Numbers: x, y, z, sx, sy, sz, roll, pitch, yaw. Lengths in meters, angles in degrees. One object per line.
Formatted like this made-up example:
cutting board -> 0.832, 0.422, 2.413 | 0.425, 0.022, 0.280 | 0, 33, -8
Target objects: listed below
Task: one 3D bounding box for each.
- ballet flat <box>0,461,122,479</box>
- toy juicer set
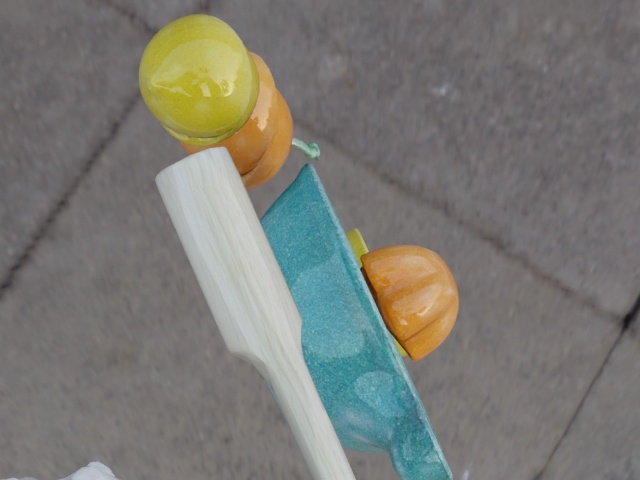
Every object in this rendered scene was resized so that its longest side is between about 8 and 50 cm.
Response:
ballet flat -> -0.159, 0.161, 0.288 | 0.409, 0.147, 0.147 | -26, 71, -29
toy juicer set -> 0.000, 0.000, 0.750 | 0.089, 0.329, 0.209 | -24, 104, 2
